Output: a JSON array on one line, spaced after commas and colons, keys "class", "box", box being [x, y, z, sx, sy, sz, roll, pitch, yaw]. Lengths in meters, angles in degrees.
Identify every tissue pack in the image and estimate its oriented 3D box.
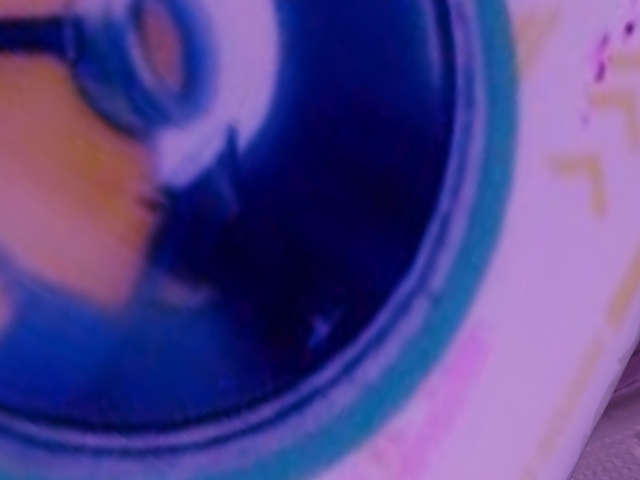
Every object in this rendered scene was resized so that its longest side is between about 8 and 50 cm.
[{"class": "tissue pack", "box": [-0.055, -0.036, 0.485, 0.287, 0.162, 0.388, 39, 65, -17]}]

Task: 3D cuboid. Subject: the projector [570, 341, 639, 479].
[{"class": "projector", "box": [0.194, 0.041, 0.595, 0.242, 0.163, 0.177, 35, 57, -16]}]
